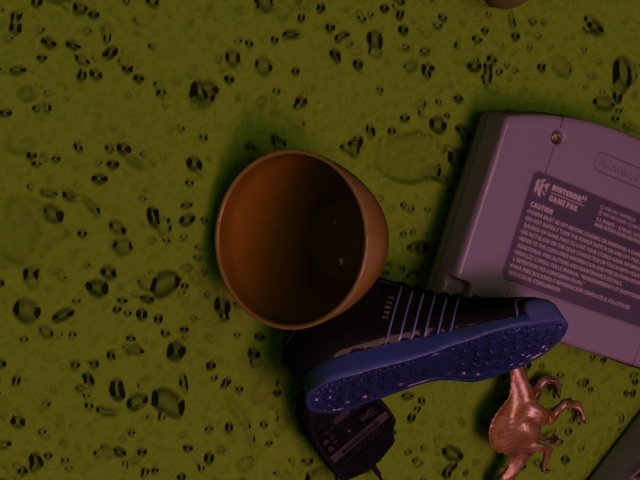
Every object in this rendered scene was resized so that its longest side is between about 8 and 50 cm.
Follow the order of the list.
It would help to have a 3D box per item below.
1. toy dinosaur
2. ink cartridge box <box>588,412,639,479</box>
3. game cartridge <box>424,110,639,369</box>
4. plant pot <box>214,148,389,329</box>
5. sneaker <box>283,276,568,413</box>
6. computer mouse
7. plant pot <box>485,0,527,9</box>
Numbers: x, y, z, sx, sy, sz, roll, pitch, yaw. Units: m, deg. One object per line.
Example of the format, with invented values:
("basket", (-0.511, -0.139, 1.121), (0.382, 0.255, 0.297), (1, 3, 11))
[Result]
("toy dinosaur", (0.189, 0.154, 1.249), (0.093, 0.053, 0.183), (-8, 106, -29))
("ink cartridge box", (0.363, 0.253, 1.380), (0.311, 0.065, 0.186), (-48, 121, -11))
("game cartridge", (0.236, -0.003, 1.236), (0.297, 0.062, 0.198), (19, 85, -34))
("plant pot", (0.000, 0.000, 1.060), (0.095, 0.134, 0.134), (2, 102, -59))
("sneaker", (0.082, 0.067, 1.108), (0.232, 0.090, 0.081), (-10, 145, -18))
("computer mouse", (0.045, 0.195, 1.184), (0.071, 0.041, 0.242), (-37, 126, -10))
("plant pot", (0.144, -0.233, 1.117), (0.083, 0.083, 0.079), (-50, 135, -12))
